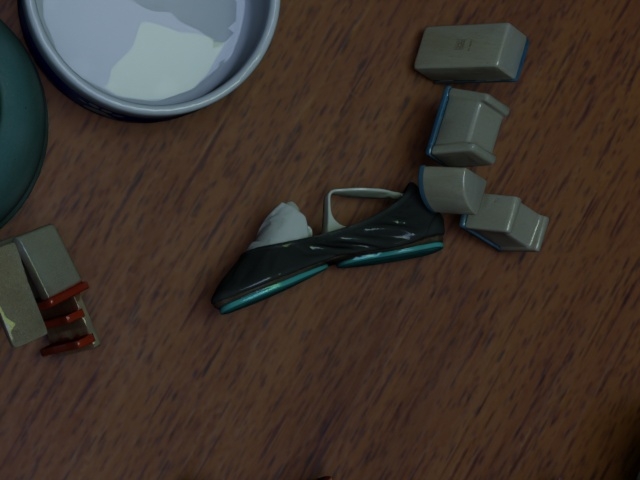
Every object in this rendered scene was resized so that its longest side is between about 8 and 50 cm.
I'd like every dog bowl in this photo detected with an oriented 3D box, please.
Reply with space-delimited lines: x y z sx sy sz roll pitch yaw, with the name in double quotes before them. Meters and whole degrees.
"dog bowl" -0.181 -0.256 1.639 0.265 0.104 0.264 1 88 -16

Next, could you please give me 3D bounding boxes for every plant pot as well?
"plant pot" -0.406 -0.125 1.534 0.293 0.196 0.293 1 88 -14

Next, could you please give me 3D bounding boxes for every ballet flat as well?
"ballet flat" 0.000 0.000 1.694 0.280 0.095 0.096 -16 82 -24

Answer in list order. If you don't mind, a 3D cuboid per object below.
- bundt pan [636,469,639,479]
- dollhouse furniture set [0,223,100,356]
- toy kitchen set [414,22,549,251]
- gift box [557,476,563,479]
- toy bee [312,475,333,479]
"bundt pan" 0.475 0.323 1.697 0.331 0.331 0.124 33 101 -11
"dollhouse furniture set" -0.348 0.089 1.526 0.259 0.262 0.135 -26 98 -45
"toy kitchen set" 0.181 -0.111 1.744 0.166 0.122 0.207 28 75 -42
"gift box" 0.277 0.416 1.658 0.276 0.258 0.255 44 79 -10
"toy bee" -0.111 0.345 1.635 0.298 0.162 0.195 -10 82 -39
